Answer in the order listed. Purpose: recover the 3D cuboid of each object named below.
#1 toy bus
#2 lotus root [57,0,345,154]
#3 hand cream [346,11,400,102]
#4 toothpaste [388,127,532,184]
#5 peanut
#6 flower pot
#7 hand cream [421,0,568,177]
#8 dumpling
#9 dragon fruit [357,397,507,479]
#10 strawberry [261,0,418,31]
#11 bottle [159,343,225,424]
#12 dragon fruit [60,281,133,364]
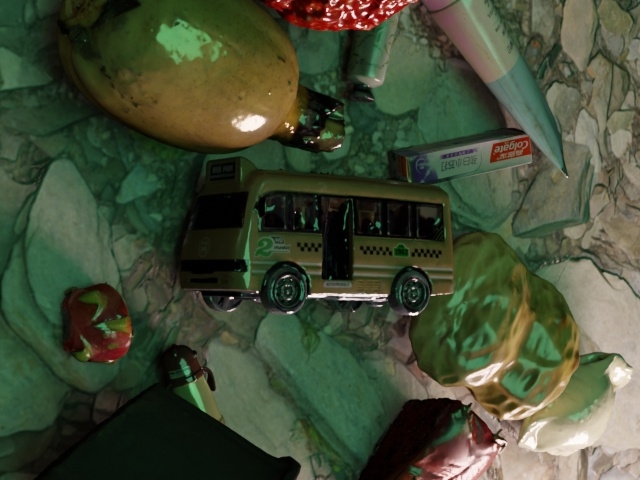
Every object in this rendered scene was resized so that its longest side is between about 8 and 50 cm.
[{"bbox_3d":[0.000,0.000,1.296,0.290,0.139,0.157,3,87,-34],"label":"toy bus"},{"bbox_3d":[-0.108,-0.164,1.191,0.310,0.183,0.182,26,78,-33],"label":"lotus root"},{"bbox_3d":[0.064,-0.254,1.380,0.067,0.042,0.194,10,86,8],"label":"hand cream"},{"bbox_3d":[0.170,-0.100,1.461,0.196,0.040,0.047,-13,101,-33],"label":"toothpaste"},{"bbox_3d":[0.213,0.106,1.455,0.233,0.110,0.196,36,68,-29],"label":"peanut"},{"bbox_3d":[-0.167,0.244,1.160,0.269,0.269,0.166,-39,89,-26],"label":"flower pot"},{"bbox_3d":[0.213,-0.214,1.468,0.312,0.070,0.111,53,23,-23],"label":"hand cream"},{"bbox_3d":[0.318,0.224,1.551,0.169,0.100,0.134,-51,149,-32],"label":"dumpling"},{"bbox_3d":[0.129,0.269,1.405,0.120,0.127,0.161,43,72,-15],"label":"dragon fruit"},{"bbox_3d":[0.036,-0.318,1.156,0.239,0.288,0.250,33,70,-28],"label":"strawberry"},{"bbox_3d":[-0.136,0.156,1.271,0.101,0.047,0.063,71,23,-10],"label":"bottle"},{"bbox_3d":[-0.222,0.086,1.201,0.056,0.060,0.083,-5,97,-36],"label":"dragon fruit"}]
